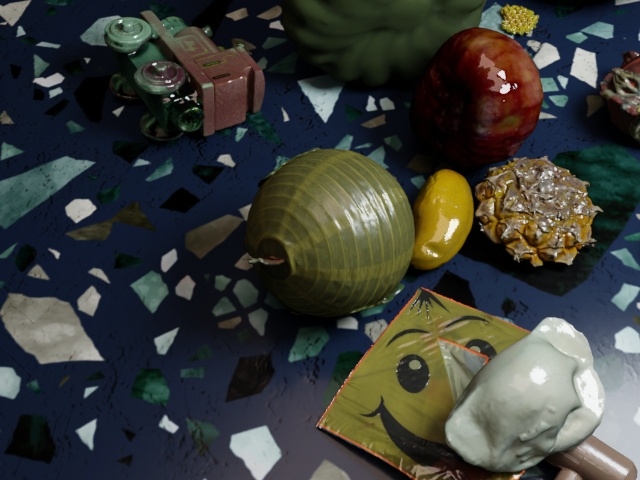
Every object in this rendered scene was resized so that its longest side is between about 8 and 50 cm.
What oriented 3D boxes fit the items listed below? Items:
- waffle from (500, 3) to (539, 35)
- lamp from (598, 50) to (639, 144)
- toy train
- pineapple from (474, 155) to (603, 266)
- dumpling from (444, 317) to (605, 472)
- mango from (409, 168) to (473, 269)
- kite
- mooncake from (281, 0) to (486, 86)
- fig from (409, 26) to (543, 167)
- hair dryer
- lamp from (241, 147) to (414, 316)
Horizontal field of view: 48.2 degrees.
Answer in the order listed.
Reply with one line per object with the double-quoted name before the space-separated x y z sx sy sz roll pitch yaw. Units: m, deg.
"waffle" 0.395 -0.441 1.435 0.078 0.016 0.085 15 59 13
"lamp" 0.592 -0.258 1.225 0.215 0.151 0.223 22 58 12
"toy train" -0.260 -0.315 1.316 0.221 0.150 0.304 -24 57 -25
"pineapple" 0.347 -0.058 1.133 0.225 0.076 0.225 5 56 -7
"dumpling" 0.262 0.207 0.895 0.229 0.124 0.151 -37 87 -10
"mango" 0.192 -0.035 1.139 0.098 0.075 0.190 10 59 17
"kite" 0.174 0.192 1.002 0.377 0.013 0.327 -13 49 5
"mooncake" 0.107 -0.435 1.246 0.356 0.356 0.194 -2 59 2
"fig" 0.260 -0.236 1.191 0.224 0.224 0.263 6 35 6
"hair dryer" 0.308 0.327 0.908 0.117 0.064 0.181 33 71 23
"lamp" 0.000 0.000 1.007 0.250 0.250 0.284 36 36 23
